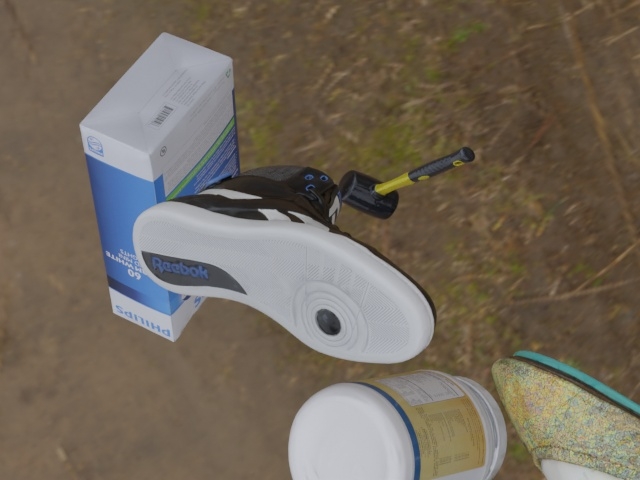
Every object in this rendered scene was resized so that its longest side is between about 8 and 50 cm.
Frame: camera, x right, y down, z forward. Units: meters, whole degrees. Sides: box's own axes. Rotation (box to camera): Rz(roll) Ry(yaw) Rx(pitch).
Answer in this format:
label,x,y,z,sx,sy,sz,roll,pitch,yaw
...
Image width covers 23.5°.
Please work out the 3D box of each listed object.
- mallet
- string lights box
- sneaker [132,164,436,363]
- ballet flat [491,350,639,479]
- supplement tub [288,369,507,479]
label,x,y,z,sx,sy,sz,roll,pitch,yaw
mallet,0.097,-0.059,1.563,0.190,0.062,0.039,-14,57,48
string lights box,-0.136,-0.042,1.393,0.077,0.133,0.259,23,144,18
sneaker,0.000,0.000,0.963,0.217,0.121,0.079,19,124,31
ballet flat,0.244,0.182,1.005,0.348,0.123,0.123,24,113,27
supplement tub,0.080,0.204,1.526,0.144,0.200,0.144,2,93,39
